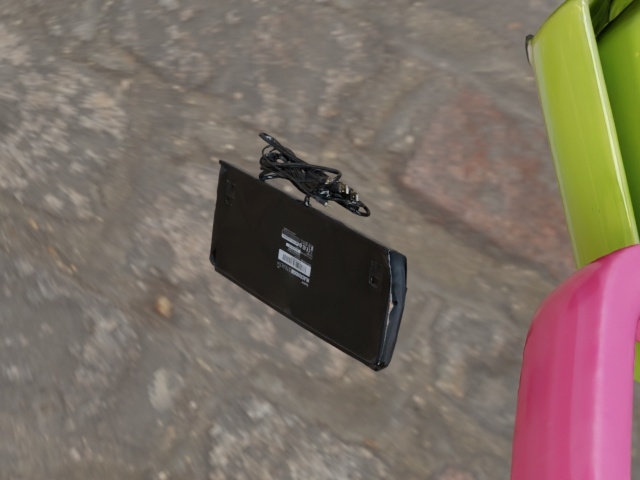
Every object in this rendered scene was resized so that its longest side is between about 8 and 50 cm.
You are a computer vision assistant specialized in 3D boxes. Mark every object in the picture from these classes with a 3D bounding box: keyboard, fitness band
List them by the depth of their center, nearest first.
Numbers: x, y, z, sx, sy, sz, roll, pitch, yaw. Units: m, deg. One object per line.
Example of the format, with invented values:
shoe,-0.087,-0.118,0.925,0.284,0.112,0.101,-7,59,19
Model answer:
fitness band,0.159,0.126,0.737,0.054,0.291,0.209,-32,116,29
keyboard,0.000,0.000,1.089,0.038,0.192,0.100,-4,111,-35

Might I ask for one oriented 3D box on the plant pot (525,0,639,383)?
plant pot,0.229,-0.053,0.922,0.207,0.227,0.228,-10,100,18
